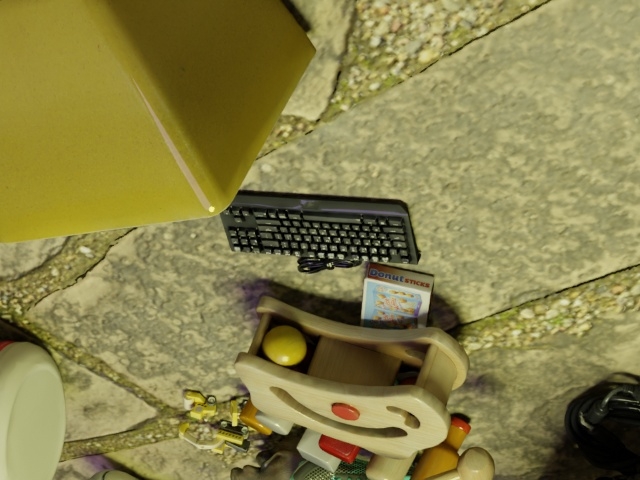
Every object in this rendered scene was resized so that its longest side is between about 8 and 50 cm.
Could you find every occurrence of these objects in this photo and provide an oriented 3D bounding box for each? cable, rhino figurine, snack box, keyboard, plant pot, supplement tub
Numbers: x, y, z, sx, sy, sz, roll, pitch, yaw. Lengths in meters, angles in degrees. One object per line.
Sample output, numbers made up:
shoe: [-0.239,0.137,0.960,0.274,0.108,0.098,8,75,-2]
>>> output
cable: [0.336,0.203,1.694,0.184,0.047,0.150,21,146,-9]
rhino figurine: [0.024,0.292,1.925,0.243,0.073,0.106,33,146,-26]
snack box: [0.071,0.085,1.653,0.064,0.022,0.178,13,146,7]
keyboard: [0.000,0.000,1.561,0.180,0.023,0.108,5,145,17]
plant pot: [-0.160,-0.145,1.276,0.212,0.212,0.187,-7,127,30]
supplement tub: [-0.433,0.194,1.862,0.272,0.191,0.191,5,145,16]

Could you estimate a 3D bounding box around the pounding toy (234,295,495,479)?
pounding toy: [0.044,0.165,1.616,0.270,0.155,0.154,19,151,3]

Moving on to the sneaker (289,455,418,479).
sneaker: [0.050,0.262,1.833,0.166,0.065,0.076,1,-174,-20]

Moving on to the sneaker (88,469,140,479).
sneaker: [-0.172,0.341,2.076,0.091,0.094,0.258,-31,131,25]

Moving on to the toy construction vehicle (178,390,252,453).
toy construction vehicle: [-0.108,0.204,1.884,0.098,0.035,0.086,14,146,2]

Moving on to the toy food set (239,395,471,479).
toy food set: [0.034,0.184,1.774,0.232,0.104,0.111,24,163,20]

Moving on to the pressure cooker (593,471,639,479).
pressure cooker: [0.340,0.419,1.644,0.420,0.375,0.370,10,126,-10]
